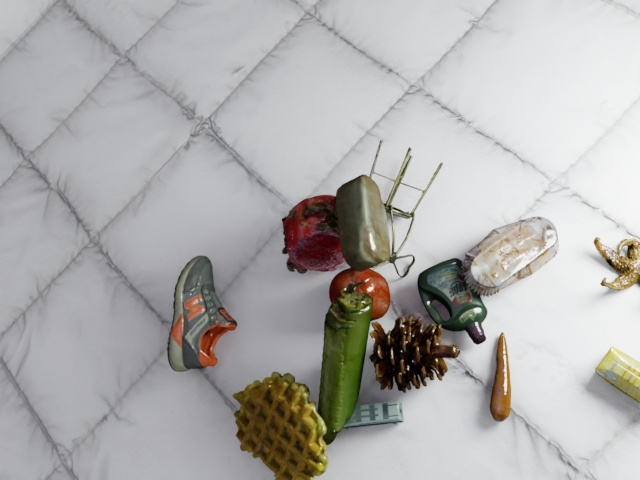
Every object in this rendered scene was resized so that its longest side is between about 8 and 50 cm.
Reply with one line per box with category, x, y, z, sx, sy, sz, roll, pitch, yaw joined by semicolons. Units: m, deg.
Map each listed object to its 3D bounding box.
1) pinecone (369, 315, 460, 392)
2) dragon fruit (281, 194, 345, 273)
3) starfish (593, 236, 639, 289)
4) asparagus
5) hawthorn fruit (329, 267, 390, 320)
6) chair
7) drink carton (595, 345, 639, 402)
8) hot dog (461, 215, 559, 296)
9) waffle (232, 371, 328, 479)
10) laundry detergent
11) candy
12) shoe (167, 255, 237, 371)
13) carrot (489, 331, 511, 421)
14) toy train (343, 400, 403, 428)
pinecone;0.224;0.270;1.627;0.212;0.168;0.185;-15;107;0
dragon fruit;0.000;0.000;1.809;0.282;0.211;0.147;-45;49;33
starfish;0.720;0.063;1.572;0.190;0.074;0.146;30;82;27
asparagus;0.052;0.307;1.629;0.108;0.128;0.382;9;109;8
hawthorn fruit;0.090;0.130;1.712;0.163;0.203;0.162;-8;66;19
chair;0.186;-0.087;1.786;0.170;0.160;0.325;27;98;52
drink carton;0.712;0.321;1.478;0.200;0.074;0.084;35;85;29
hot dog;0.470;0.032;1.660;0.268;0.075;0.144;-30;66;-7
waffle;-0.105;0.481;1.685;0.281;0.058;0.300;-45;67;30
laundry detergent;0.338;0.163;1.679;0.144;0.078;0.221;-23;66;4
candy;0.105;-0.043;1.662;0.104;0.102;0.234;-28;53;40
shoe;-0.316;0.205;1.887;0.171;0.132;0.336;2;73;16
carrot;0.433;0.323;1.603;0.048;0.048;0.216;0;66;21
toy train;0.089;0.440;1.680;0.234;0.051;0.052;-11;63;17
